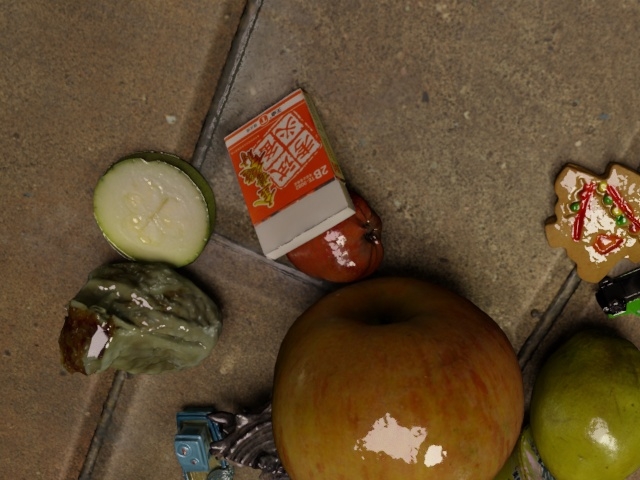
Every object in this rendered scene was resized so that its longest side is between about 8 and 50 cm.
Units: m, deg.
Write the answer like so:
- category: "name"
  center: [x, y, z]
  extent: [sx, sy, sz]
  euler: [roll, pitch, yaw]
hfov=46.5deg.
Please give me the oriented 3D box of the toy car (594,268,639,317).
- category: "toy car"
  center: [0.537, 0.078, 1.217]
  extent: [0.165, 0.071, 0.062]
  euler: [-25, 121, 17]

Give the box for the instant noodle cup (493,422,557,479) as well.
- category: "instant noodle cup"
  center: [0.367, 0.484, 1.327]
  extent: [0.264, 0.264, 0.200]
  euler: [43, 122, -11]

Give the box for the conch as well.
- category: "conch"
  center: [-0.064, 0.392, 1.397]
  extent: [0.313, 0.186, 0.241]
  euler: [16, 125, -20]

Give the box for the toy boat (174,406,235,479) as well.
- category: "toy boat"
  center: [-0.231, 0.447, 1.471]
  extent: [0.109, 0.098, 0.238]
  euler: [-3, 113, 13]

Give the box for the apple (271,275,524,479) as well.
- category: "apple"
  center: [0.105, 0.235, 1.175]
  extent: [0.400, 0.400, 0.334]
  euler: [-20, 102, 16]

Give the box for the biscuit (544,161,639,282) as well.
- category: "biscuit"
  center: [0.479, -0.041, 1.189]
  extent: [0.238, 0.041, 0.212]
  euler: [-17, 108, 16]

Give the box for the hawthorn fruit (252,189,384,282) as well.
- category: "hawthorn fruit"
  center: [0.000, 0.000, 1.228]
  extent: [0.203, 0.162, 0.163]
  euler: [-7, 114, 35]

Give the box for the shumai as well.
- category: "shumai"
  center: [-0.314, 0.171, 1.291]
  extent: [0.260, 0.222, 0.225]
  euler: [23, 126, -9]

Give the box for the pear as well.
- category: "pear"
  center: [0.455, 0.282, 1.239]
  extent: [0.212, 0.212, 0.269]
  euler: [13, 89, 2]

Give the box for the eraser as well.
- category: "eraser"
  center: [-0.052, -0.105, 1.162]
  extent: [0.157, 0.038, 0.230]
  euler: [-30, 64, 18]

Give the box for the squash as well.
- category: "squash"
  center: [-0.290, -0.049, 1.301]
  extent: [0.219, 0.041, 0.219]
  euler: [5, 118, 9]
